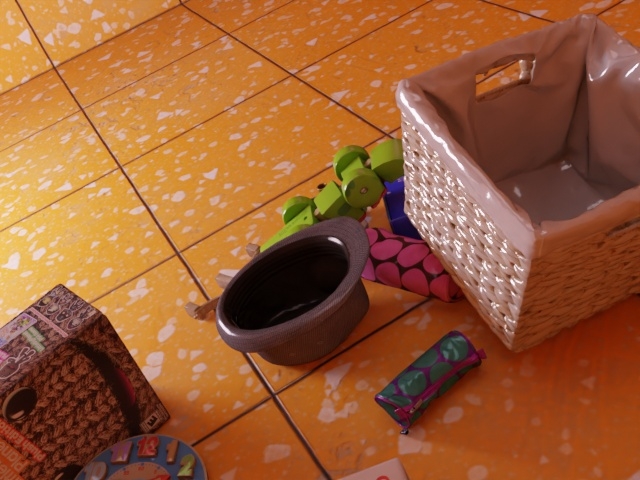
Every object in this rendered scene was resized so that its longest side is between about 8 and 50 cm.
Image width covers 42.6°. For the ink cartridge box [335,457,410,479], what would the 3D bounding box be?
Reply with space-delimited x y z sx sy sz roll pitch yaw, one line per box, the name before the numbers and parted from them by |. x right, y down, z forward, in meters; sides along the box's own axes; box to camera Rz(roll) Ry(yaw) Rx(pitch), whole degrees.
ink cartridge box | 0.000 0.381 0.881 0.272 0.115 0.198 -22 34 1

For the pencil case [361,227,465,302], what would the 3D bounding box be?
pencil case | 0.144 0.033 1.298 0.209 0.095 0.098 14 83 39

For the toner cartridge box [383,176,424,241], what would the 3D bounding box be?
toner cartridge box | 0.281 -0.103 1.416 0.347 0.075 0.165 -17 34 8

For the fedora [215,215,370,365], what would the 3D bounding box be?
fedora | -0.022 0.098 1.269 0.275 0.124 0.244 -31 33 3

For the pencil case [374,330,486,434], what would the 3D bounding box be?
pencil case | 0.148 0.188 1.106 0.151 0.064 0.070 -37 21 -20

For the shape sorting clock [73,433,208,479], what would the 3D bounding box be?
shape sorting clock | -0.254 0.349 1.117 0.206 0.040 0.206 -8 37 6

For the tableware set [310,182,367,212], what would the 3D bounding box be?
tableware set | 0.023 -0.067 1.560 0.104 0.024 0.154 -28 34 -9

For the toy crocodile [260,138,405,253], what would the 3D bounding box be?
toy crocodile | 0.026 -0.051 1.399 0.340 0.105 0.115 -42 30 15

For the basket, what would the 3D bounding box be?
basket | 0.317 -0.080 1.110 0.328 0.266 0.331 -23 50 -14

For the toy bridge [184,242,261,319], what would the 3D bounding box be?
toy bridge | -0.161 0.077 1.467 0.063 0.026 0.188 14 49 40

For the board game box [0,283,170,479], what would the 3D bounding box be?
board game box | -0.407 0.252 1.186 0.291 0.232 0.141 -41 39 -24

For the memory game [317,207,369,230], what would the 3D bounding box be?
memory game | 0.000 0.000 1.470 0.186 0.012 0.186 -17 42 16
